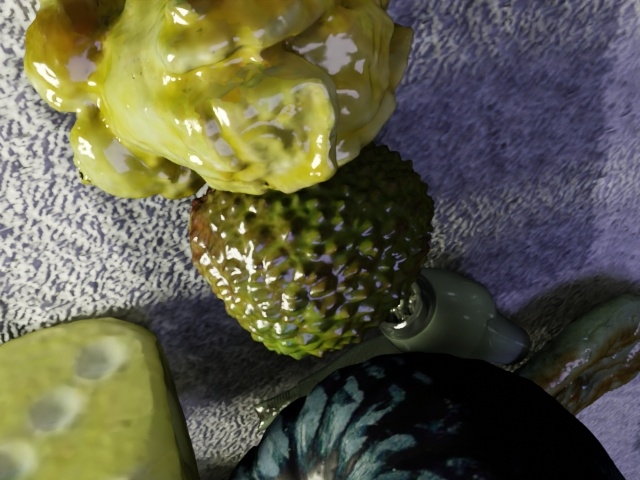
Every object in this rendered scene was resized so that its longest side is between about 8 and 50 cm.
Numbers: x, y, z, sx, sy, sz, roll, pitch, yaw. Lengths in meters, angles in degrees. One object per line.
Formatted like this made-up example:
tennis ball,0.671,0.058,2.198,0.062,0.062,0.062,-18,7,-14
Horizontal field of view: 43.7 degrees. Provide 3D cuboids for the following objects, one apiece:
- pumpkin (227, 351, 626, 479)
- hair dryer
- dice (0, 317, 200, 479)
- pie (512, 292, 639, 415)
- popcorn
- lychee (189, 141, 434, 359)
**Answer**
pumpkin,0.066,0.260,0.590,0.363,0.363,0.266,-40,124,18
hair dryer,0.090,0.118,0.789,0.229,0.092,0.267,7,143,-36
dice,-0.192,0.178,0.640,0.169,0.166,0.169,-15,136,-9
pie,0.278,0.141,0.862,0.240,0.054,0.241,-24,147,-17
popcorn,-0.055,-0.108,0.437,0.195,0.168,0.173,2,161,30
lychee,0.000,0.000,0.555,0.171,0.171,0.171,-12,136,-12
